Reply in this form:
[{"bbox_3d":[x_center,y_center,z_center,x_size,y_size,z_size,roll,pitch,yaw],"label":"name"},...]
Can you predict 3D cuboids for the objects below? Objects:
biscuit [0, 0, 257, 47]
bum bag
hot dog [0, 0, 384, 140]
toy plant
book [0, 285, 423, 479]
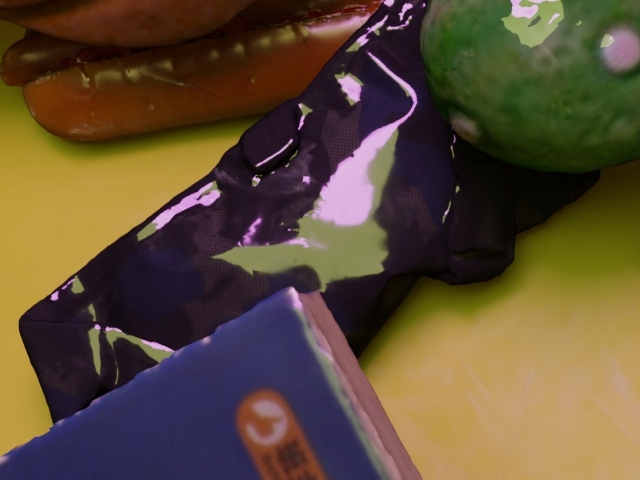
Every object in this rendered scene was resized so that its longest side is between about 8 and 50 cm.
[{"bbox_3d":[-0.170,-0.227,0.723,0.394,0.350,0.070,22,35,-8],"label":"biscuit"},{"bbox_3d":[0.000,0.000,0.794,0.310,0.074,0.137,-41,85,1],"label":"bum bag"},{"bbox_3d":[-0.057,-0.104,0.855,0.235,0.062,0.092,-11,70,9],"label":"hot dog"},{"bbox_3d":[0.180,-0.086,0.728,0.235,0.175,0.218,-43,91,-9],"label":"toy plant"},{"bbox_3d":[-0.110,0.246,0.635,0.428,0.039,0.300,-31,83,17],"label":"book"}]
